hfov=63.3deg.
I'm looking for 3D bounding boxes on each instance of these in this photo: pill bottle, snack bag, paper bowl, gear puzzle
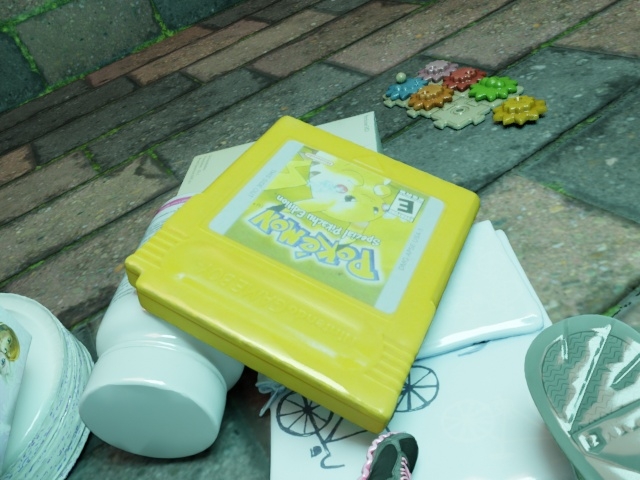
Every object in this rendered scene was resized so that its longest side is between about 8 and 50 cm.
[{"bbox_3d":[-0.157,0.084,0.602,0.160,0.161,0.283,-11,38,13],"label":"pill bottle"},{"bbox_3d":[0.084,0.123,0.545,0.322,0.037,0.343,-14,37,7],"label":"snack bag"},{"bbox_3d":[-0.410,0.184,0.568,0.283,0.148,0.285,-6,49,6],"label":"paper bowl"},{"bbox_3d":[0.259,-0.270,0.949,0.175,0.044,0.339,-30,38,-13],"label":"gear puzzle"}]

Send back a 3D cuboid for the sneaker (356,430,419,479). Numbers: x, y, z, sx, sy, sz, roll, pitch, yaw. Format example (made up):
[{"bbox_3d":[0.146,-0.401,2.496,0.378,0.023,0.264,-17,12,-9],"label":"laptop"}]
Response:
[{"bbox_3d":[0.053,0.189,0.395,0.057,0.047,0.119,-20,6,40],"label":"sneaker"}]

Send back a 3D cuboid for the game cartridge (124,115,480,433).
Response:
[{"bbox_3d":[0.000,0.000,0.562,0.285,0.053,0.324,25,46,12],"label":"game cartridge"}]

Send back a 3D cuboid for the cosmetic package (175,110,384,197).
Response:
[{"bbox_3d":[-0.052,-0.083,0.805,0.309,0.113,0.160,-13,37,11],"label":"cosmetic package"}]

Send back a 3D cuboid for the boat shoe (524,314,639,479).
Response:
[{"bbox_3d":[0.233,0.197,0.315,0.118,0.103,0.321,-31,46,12],"label":"boat shoe"}]

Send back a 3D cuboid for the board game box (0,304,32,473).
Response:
[{"bbox_3d":[-0.408,0.223,0.380,0.317,0.066,0.319,-16,45,-2],"label":"board game box"}]
